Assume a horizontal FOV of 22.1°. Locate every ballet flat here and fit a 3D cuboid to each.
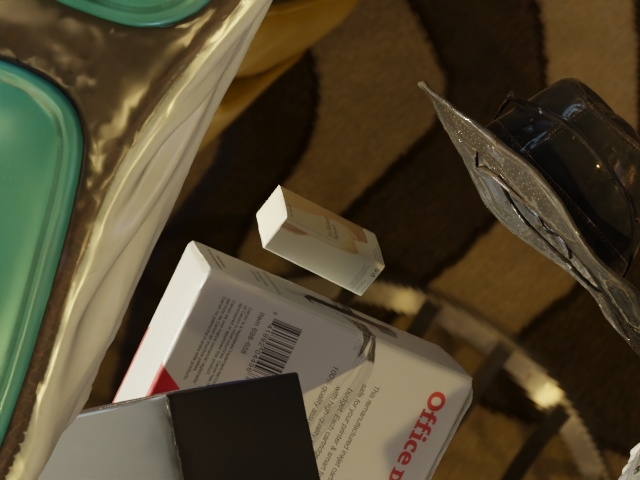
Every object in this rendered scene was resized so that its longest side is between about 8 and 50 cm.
[{"bbox_3d":[-0.080,-0.078,0.585,0.139,0.139,0.400,27,103,11],"label":"ballet flat"}]

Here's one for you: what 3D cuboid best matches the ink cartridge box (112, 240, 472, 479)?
[{"bbox_3d":[-0.030,0.148,1.485,0.273,0.114,0.197,24,98,-17],"label":"ink cartridge box"}]

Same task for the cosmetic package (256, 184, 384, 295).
[{"bbox_3d":[0.000,0.000,1.542,0.115,0.060,0.041,26,116,-26],"label":"cosmetic package"}]

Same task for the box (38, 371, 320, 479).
[{"bbox_3d":[-0.160,0.175,1.232,0.261,0.184,0.103,-14,87,28],"label":"box"}]

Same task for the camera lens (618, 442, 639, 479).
[{"bbox_3d":[0.417,0.223,1.452,0.219,0.219,0.274,47,144,2],"label":"camera lens"}]

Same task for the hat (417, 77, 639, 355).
[{"bbox_3d":[0.231,-0.055,1.452,0.134,0.331,0.331,-42,88,-1],"label":"hat"}]
